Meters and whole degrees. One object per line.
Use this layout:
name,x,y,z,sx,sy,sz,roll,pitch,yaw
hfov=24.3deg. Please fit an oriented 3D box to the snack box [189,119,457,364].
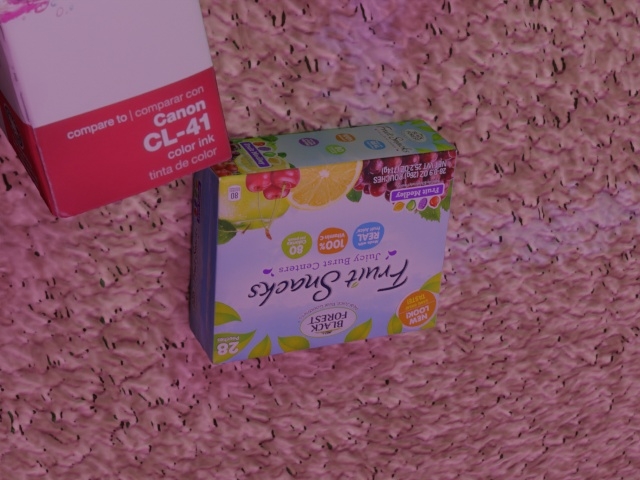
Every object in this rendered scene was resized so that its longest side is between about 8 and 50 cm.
snack box,0.000,0.000,1.226,0.207,0.070,0.174,-7,120,-21

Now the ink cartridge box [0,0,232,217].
ink cartridge box,-0.172,-0.203,0.928,0.131,0.226,0.306,-18,125,-16
